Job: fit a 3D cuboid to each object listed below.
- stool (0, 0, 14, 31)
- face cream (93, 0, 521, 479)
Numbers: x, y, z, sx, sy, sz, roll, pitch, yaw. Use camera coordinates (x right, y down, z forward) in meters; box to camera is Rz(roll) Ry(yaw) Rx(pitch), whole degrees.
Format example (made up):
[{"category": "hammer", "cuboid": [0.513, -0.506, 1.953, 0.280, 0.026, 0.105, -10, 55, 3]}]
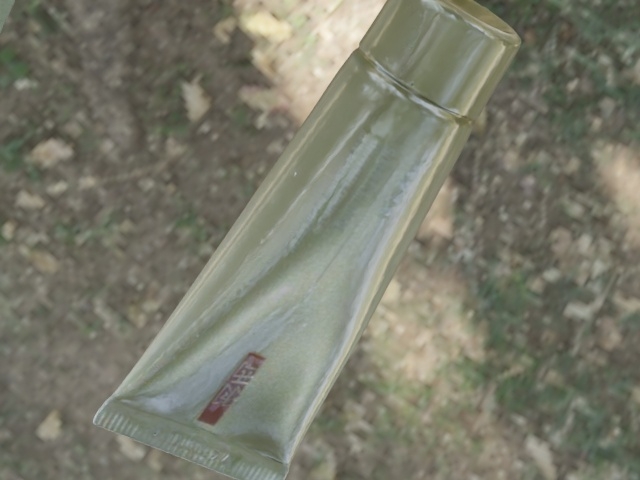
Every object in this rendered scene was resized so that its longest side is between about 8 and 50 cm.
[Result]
[{"category": "stool", "cuboid": [-0.258, -0.019, 0.473, 0.244, 0.170, 0.269, 22, 87, 10]}, {"category": "face cream", "cuboid": [0.000, 0.000, 1.112, 0.137, 0.084, 0.341, 24, 107, -25]}]
